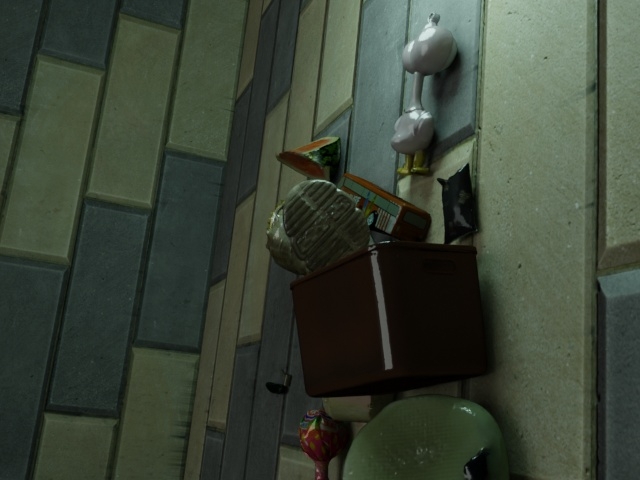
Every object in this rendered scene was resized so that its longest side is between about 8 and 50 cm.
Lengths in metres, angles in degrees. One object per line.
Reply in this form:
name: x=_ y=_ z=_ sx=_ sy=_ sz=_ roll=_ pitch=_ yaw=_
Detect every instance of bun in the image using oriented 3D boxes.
bun: x=0.183 y=0.400 z=1.169 sx=0.283 sy=0.179 sz=0.283 roll=-19 pitch=43 yaw=19

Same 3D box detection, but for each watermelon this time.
watermelon: x=-0.011 y=-0.231 z=2.138 sx=0.303 sy=0.159 sz=0.128 roll=18 pitch=126 yaw=68

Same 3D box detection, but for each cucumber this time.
cucumber: x=-0.143 y=0.469 z=2.256 sx=0.184 sy=0.033 sz=0.036 roll=-19 pitch=87 yaw=68

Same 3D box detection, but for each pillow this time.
pillow: x=0.268 y=-0.070 z=1.391 sx=0.090 sy=0.048 sz=0.150 roll=123 pitch=147 yaw=-64

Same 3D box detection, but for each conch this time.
conch: x=0.005 y=-0.005 z=1.893 sx=0.186 sy=0.324 sz=0.263 roll=-34 pitch=-29 yaw=-47

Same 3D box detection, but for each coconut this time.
coconut: x=0.088 y=0.323 z=1.543 sx=0.147 sy=0.153 sz=0.147 roll=-3 pitch=-90 yaw=-71

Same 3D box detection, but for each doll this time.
doll: x=0.222 y=-0.327 z=1.586 sx=0.160 sy=0.094 sz=0.365 roll=-161 pitch=82 yaw=-73

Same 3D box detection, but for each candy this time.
candy: x=0.005 y=0.589 z=1.698 sx=0.124 sy=0.124 sz=0.365 roll=153 pitch=118 yaw=-66

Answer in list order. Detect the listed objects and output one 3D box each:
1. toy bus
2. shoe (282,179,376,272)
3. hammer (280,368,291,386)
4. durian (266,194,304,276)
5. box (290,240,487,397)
toy bus: x=0.135 y=-0.078 z=1.699 sx=0.092 sy=0.093 sz=0.409 roll=-68 pitch=22 yaw=8
shoe: x=0.035 y=0.020 z=1.610 sx=0.172 sy=0.351 sz=0.198 roll=-35 pitch=12 yaw=-4
hammer: x=-0.112 y=0.422 z=2.223 sx=0.110 sy=0.019 sz=0.035 roll=-149 pitch=71 yaw=-75
durian: x=-0.084 y=-0.015 z=2.185 sx=0.154 sy=0.187 sz=0.260 roll=-48 pitch=23 yaw=45
box: x=0.121 y=0.158 z=1.321 sx=0.339 sy=0.240 sz=0.229 roll=-30 pitch=60 yaw=52
